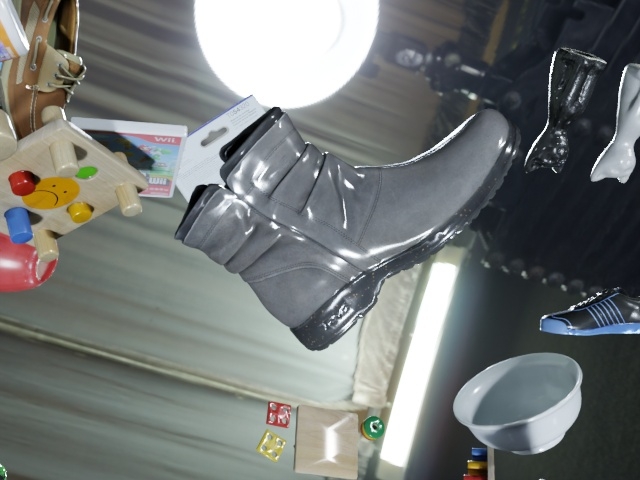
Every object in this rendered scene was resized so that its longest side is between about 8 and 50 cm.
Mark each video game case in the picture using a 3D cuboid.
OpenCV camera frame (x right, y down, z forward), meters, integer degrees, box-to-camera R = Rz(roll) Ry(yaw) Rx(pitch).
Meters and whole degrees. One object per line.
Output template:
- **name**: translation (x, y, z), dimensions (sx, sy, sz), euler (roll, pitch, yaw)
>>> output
- **video game case**: translation (-0.378, -0.154, 1.418), dimensions (0.285, 0.204, 0.025), euler (129, -40, -64)

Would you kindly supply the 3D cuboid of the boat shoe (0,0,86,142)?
- **boat shoe**: translation (-0.498, -0.318, 1.321), dimensions (0.122, 0.120, 0.323), euler (-5, 94, -75)

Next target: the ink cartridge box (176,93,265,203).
- **ink cartridge box**: translation (-0.228, -0.185, 2.029), dimensions (0.324, 0.330, 0.071), euler (-34, -178, -9)

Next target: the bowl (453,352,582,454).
- **bowl**: translation (0.465, 0.388, 1.649), dimensions (0.298, 0.134, 0.298), euler (-24, -168, 6)

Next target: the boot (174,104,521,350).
- **boot**: translation (0.025, -0.063, 0.750), dimensions (0.338, 0.223, 0.118), euler (-45, -167, 2)

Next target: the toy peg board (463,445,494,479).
- **toy peg board**: translation (0.368, 0.568, 1.702), dimensions (0.161, 0.079, 0.160), euler (77, 17, -44)

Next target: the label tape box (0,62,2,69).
- **label tape box**: translation (-0.769, -0.367, 1.450), dimensions (0.334, 0.106, 0.240), euler (-43, 151, -35)

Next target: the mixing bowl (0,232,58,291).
- **mixing bowl**: translation (-0.603, 0.031, 1.486), dimensions (0.181, 0.098, 0.181), euler (14, 90, -84)

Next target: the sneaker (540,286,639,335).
- **sneaker**: translation (0.548, 0.139, 1.434), dimensions (0.081, 0.233, 0.090), euler (108, -20, -87)

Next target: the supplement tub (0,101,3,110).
- **supplement tub**: translation (-0.746, -0.334, 1.762), dimensions (0.117, 0.191, 0.116), euler (1, 90, -74)

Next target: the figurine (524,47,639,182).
- **figurine**: translation (0.468, -0.199, 1.228), dimensions (0.092, 0.215, 0.209), euler (-110, -150, -63)

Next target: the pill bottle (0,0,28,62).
- **pill bottle**: translation (-0.542, -0.292, 1.030), dimensions (0.121, 0.216, 0.121), euler (159, -90, -80)

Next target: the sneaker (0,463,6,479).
- **sneaker**: translation (-0.649, 0.439, 1.303), dimensions (0.344, 0.134, 0.146), euler (-5, -109, 40)

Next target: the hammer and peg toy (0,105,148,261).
- **hammer and peg toy**: translation (-0.484, -0.102, 1.186), dimensions (0.127, 0.266, 0.361), euler (67, 11, 24)

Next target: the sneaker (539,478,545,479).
- **sneaker**: translation (0.410, 0.544, 1.322), dimensions (0.095, 0.105, 0.236), euler (-110, 180, -67)

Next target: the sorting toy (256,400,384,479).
- **sorting toy**: translation (-0.003, 0.406, 1.454), dimensions (0.046, 0.275, 0.132), euler (133, -35, -53)
